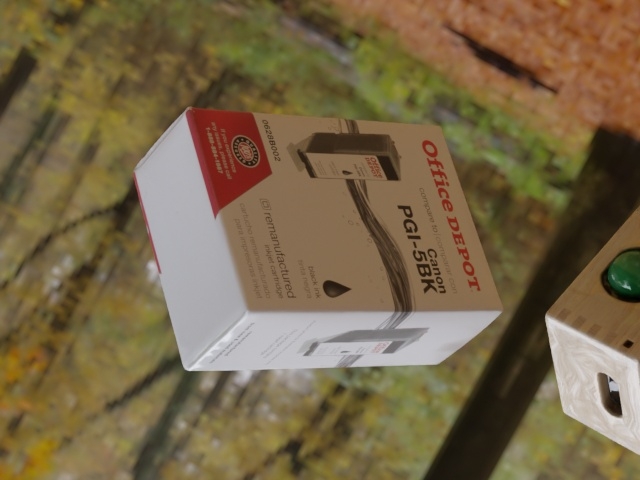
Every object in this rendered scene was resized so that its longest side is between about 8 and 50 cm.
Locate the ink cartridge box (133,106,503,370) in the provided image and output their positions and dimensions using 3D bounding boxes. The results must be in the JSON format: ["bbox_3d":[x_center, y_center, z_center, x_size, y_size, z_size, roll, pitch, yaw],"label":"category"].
[{"bbox_3d":[0.000,0.000,0.759,0.135,0.056,0.099,1,-119,-35],"label":"ink cartridge box"}]

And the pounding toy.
[{"bbox_3d":[0.211,0.060,1.115,0.100,0.130,0.141,28,152,33],"label":"pounding toy"}]
